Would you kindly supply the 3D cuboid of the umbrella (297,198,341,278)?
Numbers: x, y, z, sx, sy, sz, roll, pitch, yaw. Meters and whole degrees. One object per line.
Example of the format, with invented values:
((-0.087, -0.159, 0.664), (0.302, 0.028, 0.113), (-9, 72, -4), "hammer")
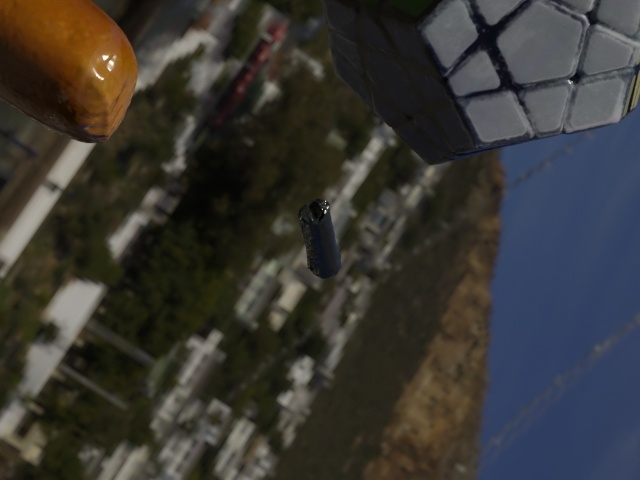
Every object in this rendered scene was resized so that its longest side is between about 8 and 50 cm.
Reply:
((-0.002, 0.000, 1.622), (0.133, 0.036, 0.031), (77, 23, -58), "umbrella")

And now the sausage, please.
((-0.214, -0.151, 1.014), (0.098, 0.238, 0.098), (-48, 163, -19), "sausage")

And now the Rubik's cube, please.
((0.152, -0.213, 1.328), (0.264, 0.319, 0.319), (-42, -176, -16), "Rubik's cube")
